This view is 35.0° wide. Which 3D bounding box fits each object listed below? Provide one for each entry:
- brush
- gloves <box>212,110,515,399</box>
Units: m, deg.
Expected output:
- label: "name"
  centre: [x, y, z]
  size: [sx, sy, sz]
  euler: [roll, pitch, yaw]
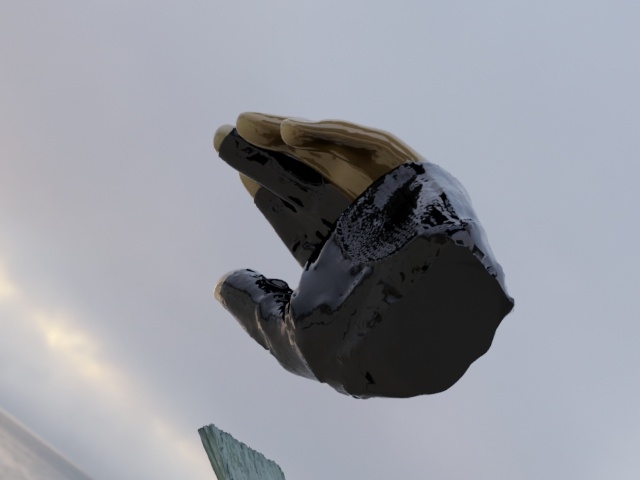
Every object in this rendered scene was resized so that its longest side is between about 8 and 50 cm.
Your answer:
- label: "brush"
  centre: [-0.001, 0.179, 0.452]
  size: [0.205, 0.011, 0.083]
  euler: [63, 7, 33]
- label: "gloves"
  centre: [0.007, 0.005, 0.754]
  size: [0.301, 0.197, 0.152]
  euler: [45, 10, 38]
